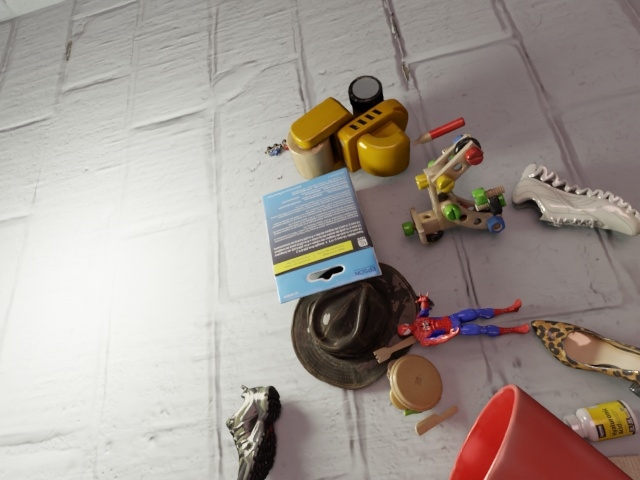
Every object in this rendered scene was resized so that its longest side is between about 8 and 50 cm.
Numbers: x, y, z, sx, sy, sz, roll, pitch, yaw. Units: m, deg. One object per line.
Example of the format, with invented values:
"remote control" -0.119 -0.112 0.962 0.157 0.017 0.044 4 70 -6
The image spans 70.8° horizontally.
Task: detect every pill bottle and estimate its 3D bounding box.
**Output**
"pill bottle" 0.547 0.357 0.882 0.117 0.065 0.065 -16 61 7

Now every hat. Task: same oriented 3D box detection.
"hat" 0.064 0.172 1.061 0.332 0.134 0.331 -8 61 15

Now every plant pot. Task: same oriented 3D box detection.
"plant pot" 0.386 0.436 0.788 0.243 0.275 0.274 29 74 16

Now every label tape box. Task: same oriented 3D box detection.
"label tape box" 0.000 0.000 1.156 0.249 0.115 0.347 -18 54 5

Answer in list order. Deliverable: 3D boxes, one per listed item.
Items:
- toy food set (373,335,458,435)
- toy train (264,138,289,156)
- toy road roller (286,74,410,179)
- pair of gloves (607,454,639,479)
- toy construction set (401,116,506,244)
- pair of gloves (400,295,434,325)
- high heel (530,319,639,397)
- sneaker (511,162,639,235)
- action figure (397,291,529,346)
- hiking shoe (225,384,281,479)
"toy food set" 0.205 0.316 0.996 0.133 0.038 0.192 -18 68 -24
"toy train" -0.099 -0.300 1.405 0.158 0.027 0.036 -24 71 1
"toy road roller" 0.098 -0.263 1.233 0.330 0.202 0.240 -34 64 -6
"pair of gloves" 0.613 0.454 0.745 0.240 0.042 0.204 -16 32 35
"toy construction set" 0.289 -0.134 1.107 0.237 0.257 0.308 -21 58 16
"pair of gloves" 0.234 0.174 1.088 0.074 0.010 0.083 5 64 20
"high heel" 0.554 0.210 0.883 0.261 0.186 0.093 31 76 26
"sneaker" 0.600 -0.074 1.069 0.292 0.110 0.118 33 84 35
"action figure" 0.309 0.169 0.981 0.281 0.139 0.091 -9 60 4
"hiking shoe" -0.163 0.447 1.027 0.114 0.086 0.226 -6 56 27
